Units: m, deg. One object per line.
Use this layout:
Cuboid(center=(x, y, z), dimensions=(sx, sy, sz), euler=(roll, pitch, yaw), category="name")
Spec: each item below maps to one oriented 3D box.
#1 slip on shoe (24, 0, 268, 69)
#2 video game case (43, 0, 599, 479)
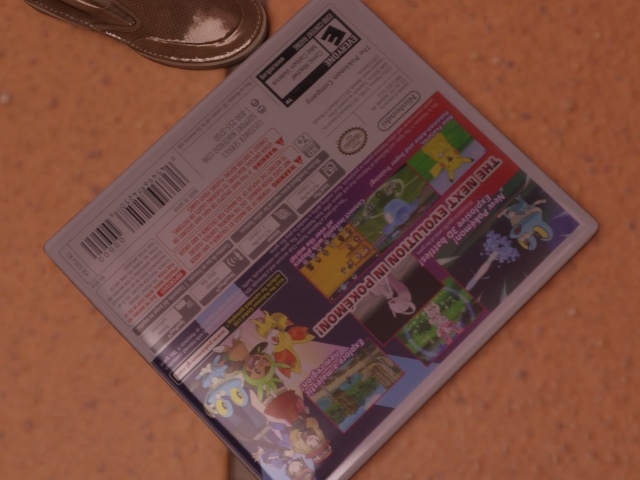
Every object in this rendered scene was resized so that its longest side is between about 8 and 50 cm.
Cuboid(center=(-0.093, -0.124, 0.616), dimensions=(0.135, 0.041, 0.051), euler=(21, 79, 6), category="slip on shoe")
Cuboid(center=(0.000, 0.000, 0.596), dimensions=(0.201, 0.023, 0.183), euler=(-43, 79, -8), category="video game case")
